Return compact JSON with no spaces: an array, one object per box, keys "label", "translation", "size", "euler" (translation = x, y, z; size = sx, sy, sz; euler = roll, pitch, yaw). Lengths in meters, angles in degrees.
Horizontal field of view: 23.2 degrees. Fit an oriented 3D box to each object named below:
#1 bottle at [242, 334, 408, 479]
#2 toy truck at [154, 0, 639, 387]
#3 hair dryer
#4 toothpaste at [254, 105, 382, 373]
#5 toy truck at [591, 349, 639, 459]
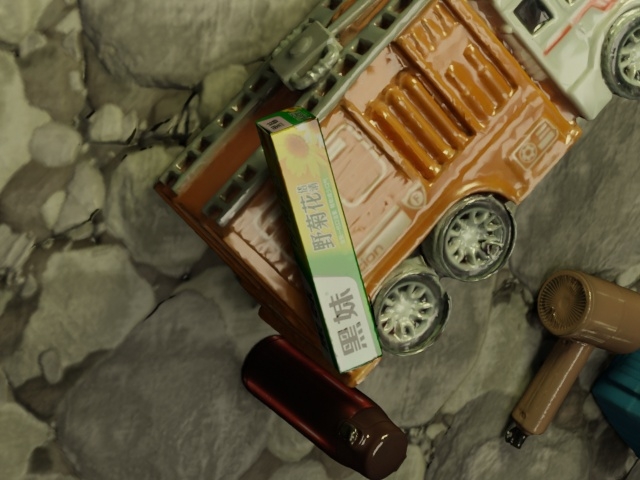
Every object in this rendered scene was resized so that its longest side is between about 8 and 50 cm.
[{"label":"bottle","translation":[0.004,0.131,1.209],"size":[0.060,0.164,0.060],"euler":[-17,121,-31]},{"label":"toy truck","translation":[0.073,-0.104,1.148],"size":[0.387,0.173,0.207],"euler":[-48,123,-6]},{"label":"hair dryer","translation":[0.228,0.118,1.459],"size":[0.117,0.064,0.181],"euler":[19,107,-44]},{"label":"toothpaste","translation":[0.000,0.000,1.034],"size":[0.037,0.043,0.178],"euler":[-21,112,-14]},{"label":"toy truck","translation":[0.451,0.071,1.541],"size":[0.385,0.161,0.162],"euler":[-49,123,-7]}]
